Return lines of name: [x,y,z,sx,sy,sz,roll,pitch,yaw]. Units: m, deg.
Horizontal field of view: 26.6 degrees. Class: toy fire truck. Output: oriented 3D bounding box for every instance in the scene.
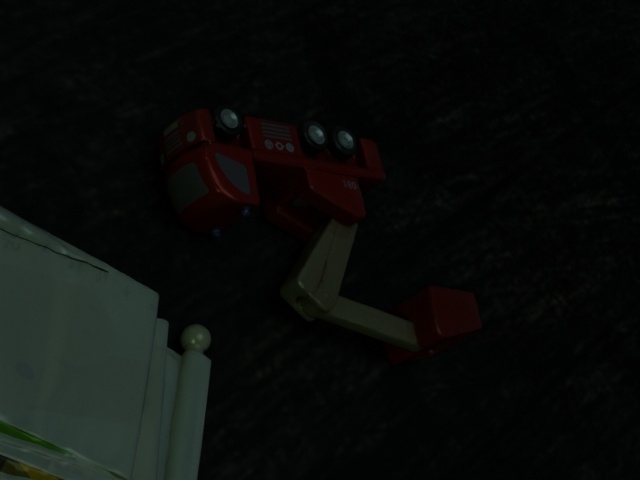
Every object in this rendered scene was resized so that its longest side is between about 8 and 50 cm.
toy fire truck: [0.000,0.000,0.786,0.192,0.047,0.135,7,61,-40]

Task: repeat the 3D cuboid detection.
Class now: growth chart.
growth chart: [-0.146,0.054,0.630,0.237,0.021,0.172,35,45,-22]
